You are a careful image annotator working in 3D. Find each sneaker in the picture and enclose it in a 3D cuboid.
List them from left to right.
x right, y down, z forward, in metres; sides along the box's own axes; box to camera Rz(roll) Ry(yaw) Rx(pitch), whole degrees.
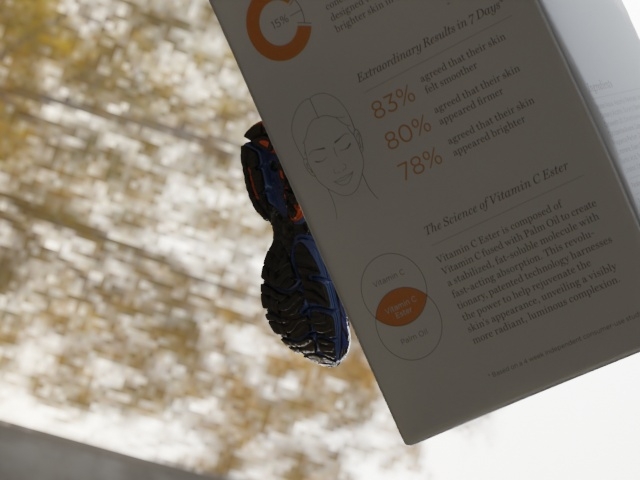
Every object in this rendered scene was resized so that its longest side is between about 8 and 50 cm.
[{"bbox_3d":[0.000,0.000,1.520,0.083,0.087,0.221,8,-69,45],"label":"sneaker"}]

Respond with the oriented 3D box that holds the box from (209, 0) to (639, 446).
[{"bbox_3d":[0.106,-0.071,1.214,0.215,0.168,0.345,-26,-94,29],"label":"box"}]
